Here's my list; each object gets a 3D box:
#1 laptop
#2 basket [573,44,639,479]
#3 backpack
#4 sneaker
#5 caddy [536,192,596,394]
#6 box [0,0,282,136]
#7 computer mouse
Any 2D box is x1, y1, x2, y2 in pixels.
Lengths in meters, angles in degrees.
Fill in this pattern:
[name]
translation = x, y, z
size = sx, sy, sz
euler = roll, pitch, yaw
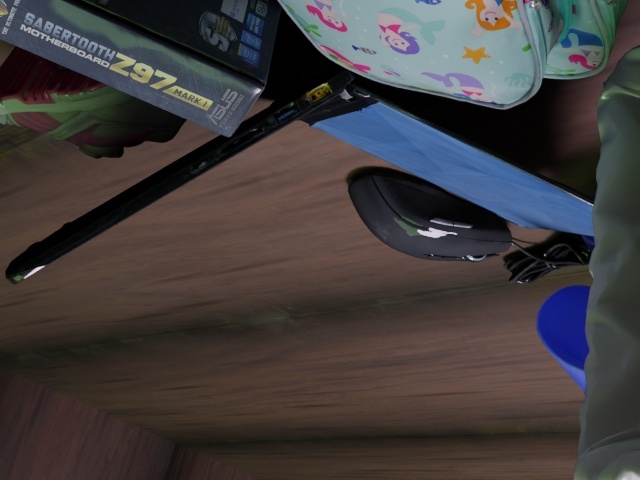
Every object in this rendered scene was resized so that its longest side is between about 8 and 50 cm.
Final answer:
[laptop]
translation = 0.000, 0.000, 0.964
size = 0.236, 0.408, 0.382
euler = 60, 175, -7
[basket]
translation = 0.355, 0.003, 0.672
size = 0.266, 0.331, 0.328
euler = 23, 150, -21
[backpack]
translation = 0.084, -0.192, 0.715
size = 0.225, 0.191, 0.253
euler = 16, 169, 29
[sneaker]
translation = -0.204, -0.120, 1.007
size = 0.252, 0.103, 0.111
euler = 12, 154, 49
[caddy]
translation = 0.366, 0.073, 1.049
size = 0.341, 0.241, 0.179
euler = 5, 153, 48
[box]
translation = -0.110, -0.196, 0.746
size = 0.183, 0.232, 0.059
euler = 22, 139, -17
[computer mouse]
translation = 0.163, -0.008, 1.238
size = 0.262, 0.060, 0.184
euler = 23, 157, -20
